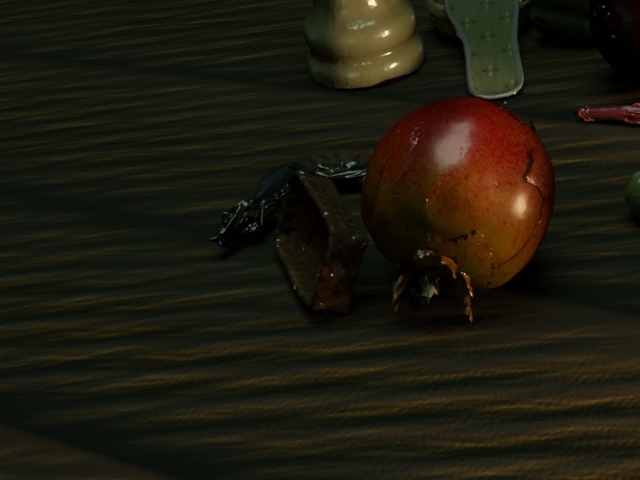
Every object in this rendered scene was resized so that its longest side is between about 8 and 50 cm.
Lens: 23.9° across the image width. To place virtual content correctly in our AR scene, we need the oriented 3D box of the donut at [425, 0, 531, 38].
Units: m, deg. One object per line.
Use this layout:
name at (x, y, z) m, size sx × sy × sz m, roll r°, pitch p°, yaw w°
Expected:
donut at (0.241, -0.350, 2.265) m, size 0.174 × 0.068 × 0.174 m, roll -6°, pitch 30°, yaw 4°

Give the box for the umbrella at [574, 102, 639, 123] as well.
umbrella at (0.399, -0.159, 1.894) m, size 0.165 × 0.027 × 0.025 m, roll 2°, pitch -15°, yaw 26°

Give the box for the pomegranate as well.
pomegranate at (0.142, -0.034, 1.574) m, size 0.210 × 0.210 × 0.235 m, roll 7°, pitch 72°, yaw 30°

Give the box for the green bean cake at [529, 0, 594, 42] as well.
green bean cake at (0.399, -0.421, 2.182) m, size 0.125 × 0.222 × 0.248 m, roll 17°, pitch 32°, yaw 30°

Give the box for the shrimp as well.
shrimp at (0.002, -0.046, 1.791) m, size 0.198 × 0.051 × 0.262 m, roll 13°, pitch 33°, yaw 37°

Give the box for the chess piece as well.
chess piece at (0.039, -0.398, 2.139) m, size 0.182 × 0.330 × 0.182 m, roll -9°, pitch 28°, yaw 5°

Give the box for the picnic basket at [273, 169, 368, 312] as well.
picnic basket at (0.000, 0.000, 1.652) m, size 0.055 × 0.110 × 0.193 m, roll 7°, pitch 23°, yaw -20°

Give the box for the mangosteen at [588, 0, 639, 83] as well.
mangosteen at (0.449, -0.297, 1.959) m, size 0.210 × 0.210 × 0.210 m, roll -8°, pitch 28°, yaw 4°

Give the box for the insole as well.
insole at (0.234, -0.302, 2.144) m, size 0.109 × 0.007 × 0.322 m, roll -10°, pitch 43°, yaw 8°

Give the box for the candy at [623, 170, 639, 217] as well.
candy at (0.417, -0.026, 1.628) m, size 0.202 × 0.061 × 0.061 m, roll 25°, pitch 43°, yaw 36°
